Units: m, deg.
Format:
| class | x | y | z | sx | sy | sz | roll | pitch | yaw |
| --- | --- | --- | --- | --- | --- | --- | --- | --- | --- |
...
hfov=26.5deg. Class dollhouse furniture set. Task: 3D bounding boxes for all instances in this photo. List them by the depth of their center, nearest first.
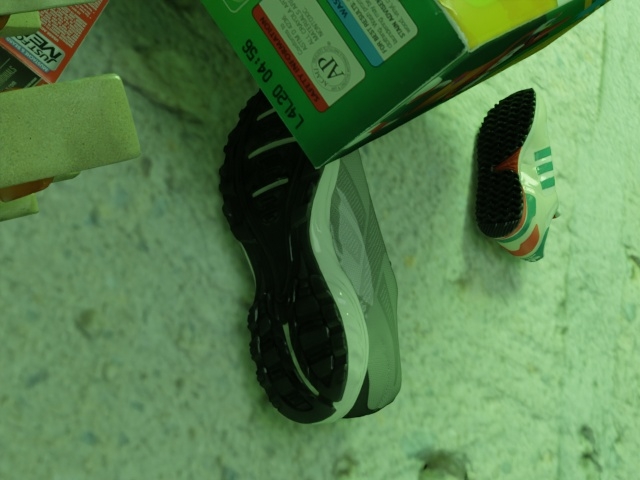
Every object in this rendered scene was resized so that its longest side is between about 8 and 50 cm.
| class | x | y | z | sx | sy | sz | roll | pitch | yaw |
| --- | --- | --- | --- | --- | --- | --- | --- | --- | --- |
| dollhouse furniture set | -0.243 | -0.110 | 0.683 | 0.135 | 0.262 | 0.259 | -17 | 93 | -41 |

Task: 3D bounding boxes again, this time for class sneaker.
| class | x | y | z | sx | sy | sz | roll | pitch | yaw |
| --- | --- | --- | --- | --- | --- | --- | --- | --- | --- |
| sneaker | 0.000 | 0.000 | 0.984 | 0.108 | 0.100 | 0.271 | 13 | 65 | -51 |
| sneaker | 0.177 | -0.054 | 1.182 | 0.075 | 0.057 | 0.161 | 42 | 46 | -40 |

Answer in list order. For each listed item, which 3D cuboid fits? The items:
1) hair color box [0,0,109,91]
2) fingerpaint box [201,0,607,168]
| class | x | y | z | sx | sy | sz | roll | pitch | yaw |
| --- | --- | --- | --- | --- | --- | --- | --- | --- | --- |
| hair color box | -0.179 | -0.153 | 0.894 | 0.053 | 0.093 | 0.167 | 40 | 51 | -19 |
| fingerpaint box | 0.017 | -0.318 | 0.995 | 0.444 | 0.163 | 0.371 | 55 | 40 | 2 |
